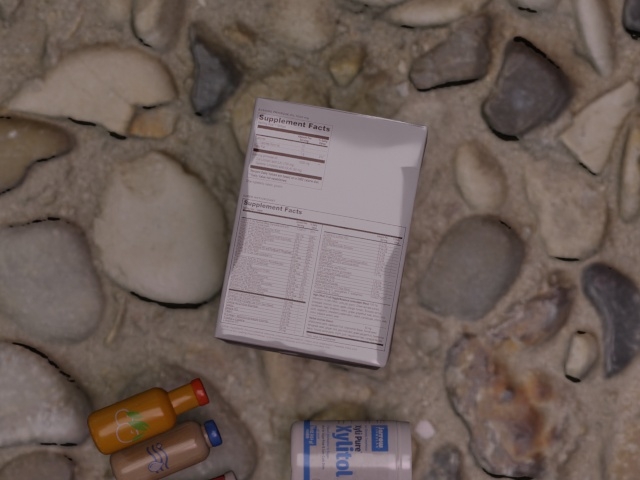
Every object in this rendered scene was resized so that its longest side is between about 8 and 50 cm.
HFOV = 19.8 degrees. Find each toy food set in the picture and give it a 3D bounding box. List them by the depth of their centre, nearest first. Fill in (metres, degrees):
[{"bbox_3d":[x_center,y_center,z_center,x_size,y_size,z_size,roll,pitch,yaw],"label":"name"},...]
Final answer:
[{"bbox_3d":[-0.111,0.242,1.609,0.104,0.111,0.232,-22,83,-1],"label":"toy food set"}]

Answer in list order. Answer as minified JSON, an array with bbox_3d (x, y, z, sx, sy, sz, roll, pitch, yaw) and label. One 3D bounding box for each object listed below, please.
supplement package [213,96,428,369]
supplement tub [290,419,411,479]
[{"bbox_3d":[0.000,0.000,1.589,0.149,0.194,0.203,10,86,0],"label":"supplement package"},{"bbox_3d":[0.027,0.195,1.634,0.107,0.071,0.071,-1,85,0],"label":"supplement tub"}]
